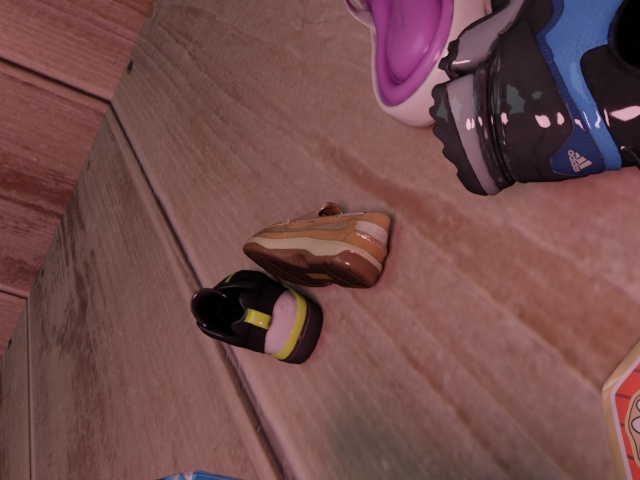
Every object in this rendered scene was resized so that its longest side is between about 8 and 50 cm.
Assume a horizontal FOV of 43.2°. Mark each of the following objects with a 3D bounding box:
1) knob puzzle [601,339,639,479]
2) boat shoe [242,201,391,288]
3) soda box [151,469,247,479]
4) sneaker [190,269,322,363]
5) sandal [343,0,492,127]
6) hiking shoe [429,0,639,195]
[{"bbox_3d":[0.190,0.080,0.339,0.213,0.030,0.213,-42,37,43],"label":"knob puzzle"},{"bbox_3d":[0.000,0.000,0.733,0.190,0.068,0.072,5,63,53],"label":"boat shoe"},{"bbox_3d":[0.010,0.170,0.409,0.071,0.210,0.067,-31,45,51],"label":"soda box"},{"bbox_3d":[-0.084,0.060,0.795,0.235,0.097,0.084,1,72,62],"label":"sneaker"},{"bbox_3d":[0.063,-0.272,0.751,0.169,0.102,0.416,-52,31,31],"label":"sandal"},{"bbox_3d":[0.170,-0.158,0.502,0.132,0.113,0.304,2,64,31],"label":"hiking shoe"}]
